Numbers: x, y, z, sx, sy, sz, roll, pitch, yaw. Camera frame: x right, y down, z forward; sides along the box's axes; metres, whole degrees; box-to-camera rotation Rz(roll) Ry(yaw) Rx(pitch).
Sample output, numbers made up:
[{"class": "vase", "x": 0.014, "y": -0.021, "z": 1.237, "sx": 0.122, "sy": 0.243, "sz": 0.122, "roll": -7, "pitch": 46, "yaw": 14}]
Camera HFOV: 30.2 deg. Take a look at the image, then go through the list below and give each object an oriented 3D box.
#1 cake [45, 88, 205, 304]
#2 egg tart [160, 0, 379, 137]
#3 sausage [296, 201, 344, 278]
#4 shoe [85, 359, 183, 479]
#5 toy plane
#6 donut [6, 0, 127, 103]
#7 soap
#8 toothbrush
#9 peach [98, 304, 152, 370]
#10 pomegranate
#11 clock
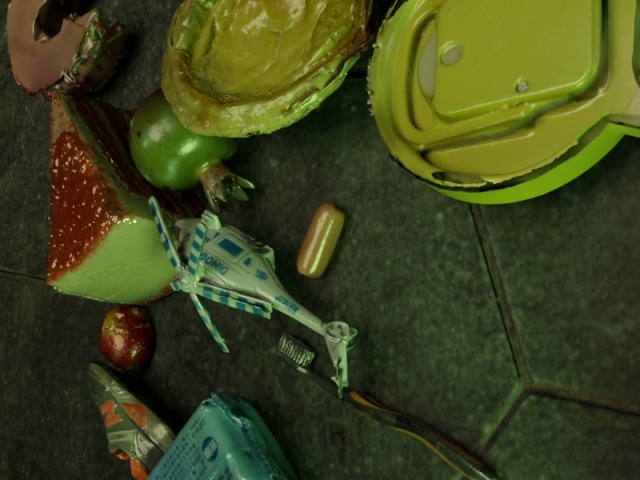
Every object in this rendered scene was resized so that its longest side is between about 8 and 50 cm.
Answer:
[{"class": "cake", "x": -0.225, "y": -0.072, "z": 1.392, "sx": 0.160, "sy": 0.158, "sz": 0.262, "roll": -18, "pitch": 70, "yaw": 39}, {"class": "egg tart", "x": -0.046, "y": -0.216, "z": 1.264, "sx": 0.279, "sy": 0.095, "sz": 0.279, "roll": -16, "pitch": 58, "yaw": 27}, {"class": "sausage", "x": 0.000, "y": 0.000, "z": 1.238, "sx": 0.034, "sy": 0.034, "sz": 0.083, "roll": 31, "pitch": 104, "yaw": 44}, {"class": "shoe", "x": -0.231, "y": 0.211, "z": 1.393, "sx": 0.194, "sy": 0.074, "sz": 0.077, "roll": 34, "pitch": 84, "yaw": 40}, {"class": "toy plane", "x": -0.061, "y": 0.040, "z": 1.230, "sx": 0.273, "sy": 0.107, "sz": 0.182, "roll": 12, "pitch": 129, "yaw": 43}, {"class": "donut", "x": -0.344, "y": -0.285, "z": 1.602, "sx": 0.199, "sy": 0.085, "sz": 0.233, "roll": -42, "pitch": 56, "yaw": 32}, {"class": "soap", "x": -0.129, "y": 0.299, "z": 1.284, "sx": 0.293, "sy": 0.077, "sz": 0.156, "roll": -53, "pitch": 51, "yaw": 26}, {"class": "toothbrush", "x": 0.056, "y": 0.165, "z": 1.160, "sx": 0.321, "sy": 0.023, "sz": 0.031, "roll": 29, "pitch": 107, "yaw": 44}, {"class": "peach", "x": -0.243, "y": 0.120, "z": 1.454, "sx": 0.077, "sy": 0.050, "sz": 0.083, "roll": -15, "pitch": 76, "yaw": 44}, {"class": "pomegranate", "x": -0.139, "y": -0.109, "z": 1.341, "sx": 0.159, "sy": 0.129, "sz": 0.129, "roll": 23, "pitch": 100, "yaw": 26}, {"class": "clock", "x": 0.179, "y": -0.163, "z": 1.060, "sx": 0.293, "sy": 0.071, "sz": 0.277, "roll": -2, "pitch": 70, "yaw": 37}]
